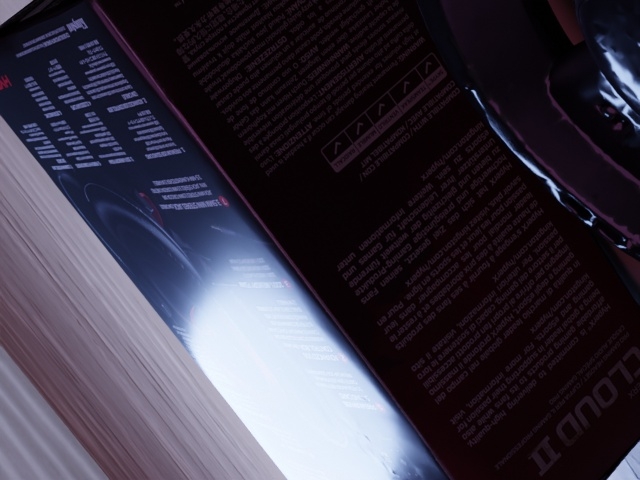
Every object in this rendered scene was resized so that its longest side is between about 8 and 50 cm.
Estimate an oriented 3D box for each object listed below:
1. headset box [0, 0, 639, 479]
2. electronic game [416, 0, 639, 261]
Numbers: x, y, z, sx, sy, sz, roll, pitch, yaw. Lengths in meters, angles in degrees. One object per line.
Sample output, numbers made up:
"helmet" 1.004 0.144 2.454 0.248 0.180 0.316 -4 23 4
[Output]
"headset box" 0.000 0.000 0.663 0.293 0.110 0.218 53 161 -14
"electronic game" 0.107 -0.058 0.405 0.229 0.048 0.229 35 155 19
